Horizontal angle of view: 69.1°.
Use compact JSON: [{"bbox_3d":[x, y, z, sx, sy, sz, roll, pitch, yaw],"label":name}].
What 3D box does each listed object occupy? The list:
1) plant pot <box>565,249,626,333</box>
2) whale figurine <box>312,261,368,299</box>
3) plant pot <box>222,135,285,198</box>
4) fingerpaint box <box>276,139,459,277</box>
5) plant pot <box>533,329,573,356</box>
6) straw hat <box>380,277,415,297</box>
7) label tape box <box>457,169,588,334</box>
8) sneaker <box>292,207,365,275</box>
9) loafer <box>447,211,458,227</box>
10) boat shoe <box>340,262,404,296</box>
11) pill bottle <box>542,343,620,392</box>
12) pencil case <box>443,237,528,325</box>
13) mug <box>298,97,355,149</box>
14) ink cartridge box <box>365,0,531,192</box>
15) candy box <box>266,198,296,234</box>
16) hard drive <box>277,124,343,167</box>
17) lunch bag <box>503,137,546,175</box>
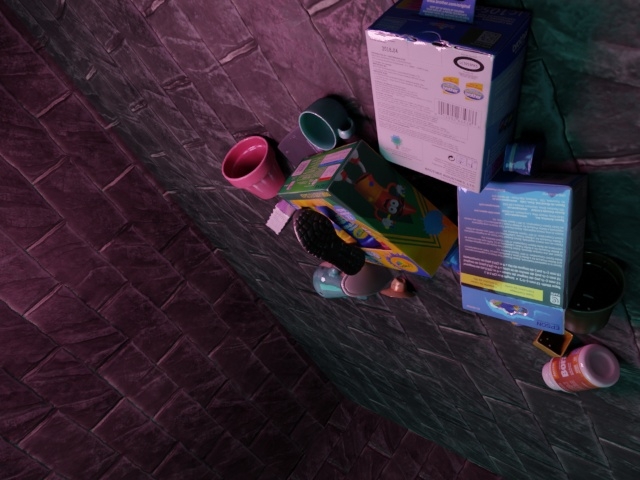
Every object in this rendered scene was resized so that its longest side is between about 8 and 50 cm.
[{"bbox_3d":[0.638,0.138,1.130,0.167,0.167,0.165,21,156,38],"label":"plant pot"},{"bbox_3d":[0.081,0.203,2.063,0.272,0.141,0.216,22,149,36],"label":"whale figurine"},{"bbox_3d":[-0.230,-0.255,1.722,0.201,0.201,0.180,20,164,39],"label":"plant pot"},{"bbox_3d":[0.112,-0.082,1.336,0.371,0.163,0.445,38,171,-20],"label":"fingerpaint box"},{"bbox_3d":[0.696,0.304,1.411,0.081,0.081,0.083,34,165,16],"label":"plant pot"},{"bbox_3d":[0.301,0.175,1.784,0.144,0.144,0.061,10,100,49],"label":"straw hat"},{"bbox_3d":[0.460,0.017,1.078,0.249,0.115,0.347,12,121,42],"label":"label tape box"},{"bbox_3d":[0.000,0.000,1.336,0.283,0.107,0.124,43,174,-36],"label":"sneaker"},{"bbox_3d":[0.413,-0.033,1.254,0.078,0.080,0.220,50,154,-16],"label":"loafer"},{"bbox_3d":[0.181,0.119,1.589,0.091,0.302,0.114,-30,80,59],"label":"boat shoe"},{"bbox_3d":[0.767,0.389,1.390,0.121,0.121,0.216,38,155,8],"label":"pill bottle"},{"bbox_3d":[0.488,0.110,1.334,0.306,0.119,0.133,40,149,3],"label":"pencil case"},{"bbox_3d":[0.029,-0.327,1.307,0.158,0.097,0.129,38,155,5],"label":"mug"},{"bbox_3d":[0.250,-0.315,0.938,0.270,0.151,0.395,27,154,31],"label":"ink cartridge box"},{"bbox_3d":[-0.116,-0.129,1.769,0.070,0.165,0.196,40,155,-1],"label":"candy box"},{"bbox_3d":[-0.028,-0.295,1.498,0.172,0.054,0.255,47,155,-13],"label":"hard drive"},{"bbox_3d":[0.427,-0.180,0.979,0.065,0.098,0.067,19,117,35],"label":"lunch bag"}]
